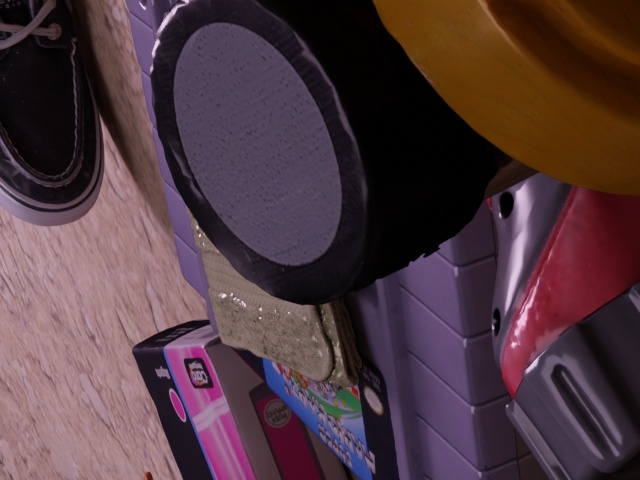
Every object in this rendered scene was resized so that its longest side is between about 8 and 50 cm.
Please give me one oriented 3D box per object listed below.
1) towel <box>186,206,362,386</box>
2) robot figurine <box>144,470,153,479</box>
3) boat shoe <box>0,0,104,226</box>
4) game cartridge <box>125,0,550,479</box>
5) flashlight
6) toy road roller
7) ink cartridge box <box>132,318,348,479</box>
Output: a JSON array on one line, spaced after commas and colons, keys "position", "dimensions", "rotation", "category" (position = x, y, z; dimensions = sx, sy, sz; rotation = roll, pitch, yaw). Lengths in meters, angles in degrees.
[{"position": [-0.029, 0.013, 0.926], "dimensions": [0.148, 0.027, 0.110], "rotation": [15, 123, 65], "category": "towel"}, {"position": [-0.069, 0.247, 1.112], "dimensions": [0.219, 0.128, 0.158], "rotation": [61, -172, 13], "category": "robot figurine"}, {"position": [-0.220, -0.159, 1.294], "dimensions": [0.102, 0.108, 0.301], "rotation": [148, 107, -71], "category": "boat shoe"}, {"position": [0.000, 0.000, 0.961], "dimensions": [0.355, 0.068, 0.230], "rotation": [40, 142, 52], "category": "game cartridge"}, {"position": [0.058, -0.048, 0.705], "dimensions": [0.304, 0.103, 0.103], "rotation": [57, 160, 24], "category": "flashlight"}, {"position": [0.041, -0.166, 0.506], "dimensions": [0.329, 0.202, 0.240], "rotation": [59, 146, 8], "category": "toy road roller"}, {"position": [-0.010, 0.226, 1.211], "dimensions": [0.371, 0.069, 0.176], "rotation": [67, 159, -4], "category": "ink cartridge box"}]
